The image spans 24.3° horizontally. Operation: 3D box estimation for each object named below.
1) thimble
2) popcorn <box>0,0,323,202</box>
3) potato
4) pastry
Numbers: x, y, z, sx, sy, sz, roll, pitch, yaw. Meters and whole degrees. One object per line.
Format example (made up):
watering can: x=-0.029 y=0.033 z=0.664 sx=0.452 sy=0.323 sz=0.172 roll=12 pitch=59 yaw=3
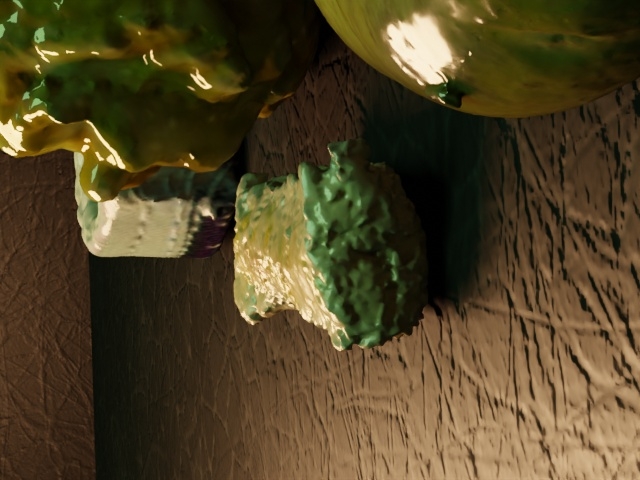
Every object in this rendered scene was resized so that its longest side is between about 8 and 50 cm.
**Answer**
thimble: x=-0.167 y=-0.087 z=1.489 sx=0.237 sy=0.150 sz=0.237 roll=177 pitch=90 yaw=-75
popcorn: x=-0.127 y=-0.166 z=1.085 sx=0.247 sy=0.282 sz=0.282 roll=54 pitch=-177 yaw=-27
potato: x=0.071 y=-0.136 z=0.528 sx=0.228 sy=0.148 sz=0.197 roll=127 pitch=152 yaw=-66
pastry: x=0.000 y=0.006 z=0.955 sx=0.258 sy=0.089 sz=0.122 roll=174 pitch=98 yaw=-77
